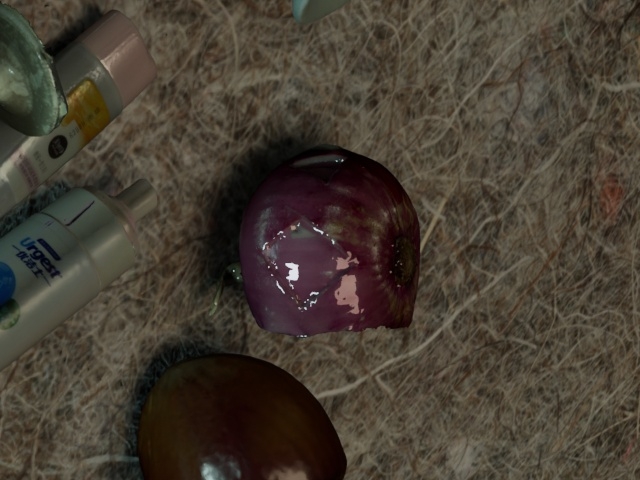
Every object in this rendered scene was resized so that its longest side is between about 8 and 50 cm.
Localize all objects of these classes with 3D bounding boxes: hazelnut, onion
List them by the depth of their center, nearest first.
[{"bbox_3d":[0.012,0.001,1.863,0.207,0.200,0.200,4,110,-37],"label":"onion"},{"bbox_3d":[-0.082,0.199,1.881,0.208,0.208,0.208,-28,132,-36],"label":"hazelnut"}]

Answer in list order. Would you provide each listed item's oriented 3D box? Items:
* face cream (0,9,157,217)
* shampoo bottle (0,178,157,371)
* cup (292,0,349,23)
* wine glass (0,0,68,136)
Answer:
[{"bbox_3d":[-0.221,-0.102,1.617,0.198,0.057,0.084,-45,141,-19],"label":"face cream"},{"bbox_3d":[-0.255,0.044,1.641,0.303,0.092,0.092,-39,137,-26],"label":"shampoo bottle"},{"bbox_3d":[0.059,-0.356,1.629,0.347,0.163,0.347,-41,177,-3],"label":"cup"},{"bbox_3d":[-0.319,-0.083,1.463,0.241,0.126,0.126,-32,134,-35],"label":"wine glass"}]
